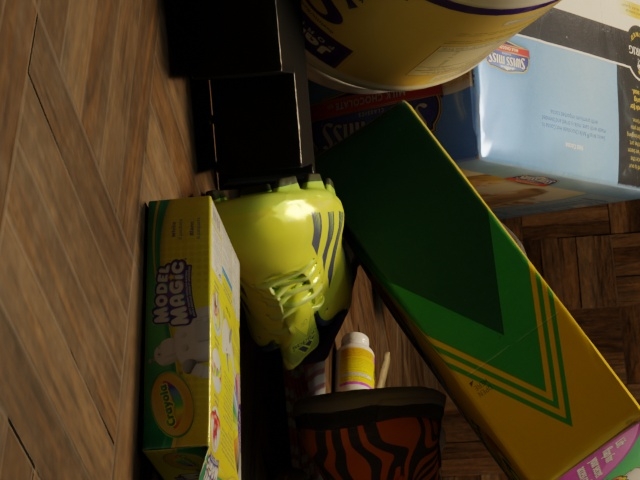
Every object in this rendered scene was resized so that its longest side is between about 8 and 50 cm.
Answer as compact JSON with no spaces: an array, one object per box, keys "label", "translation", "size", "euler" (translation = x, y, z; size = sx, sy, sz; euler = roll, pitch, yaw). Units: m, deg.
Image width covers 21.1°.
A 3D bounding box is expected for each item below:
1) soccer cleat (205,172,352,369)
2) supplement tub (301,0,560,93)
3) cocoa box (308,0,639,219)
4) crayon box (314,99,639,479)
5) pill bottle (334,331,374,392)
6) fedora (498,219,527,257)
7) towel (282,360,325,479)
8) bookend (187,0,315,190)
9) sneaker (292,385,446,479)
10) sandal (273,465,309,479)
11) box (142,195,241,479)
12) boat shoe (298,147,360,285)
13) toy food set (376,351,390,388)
[{"label":"soccer cleat","translation":[-0.022,0.028,1.238],"size":[0.289,0.093,0.121],"euler":[59,26,-77]},{"label":"supplement tub","translation":[0.076,-0.249,1.288],"size":[0.331,0.241,0.241],"euler":[147,-58,-71]},{"label":"cocoa box","translation":[0.165,-0.155,1.742],"size":[0.347,0.231,0.228],"euler":[7,79,-49]},{"label":"crayon box","translation":[0.145,0.093,1.414],"size":[0.313,0.106,0.363],"euler":[56,0,24]},{"label":"pill bottle","translation":[0.037,0.141,1.857],"size":[0.043,0.043,0.083],"euler":[78,11,-48]},{"label":"fedora","translation":[0.157,0.016,2.389],"size":[0.275,0.243,0.124],"euler":[-100,-148,-71]},{"label":"towel","translation":[-0.004,0.181,1.562],"size":[0.144,0.029,0.197],"euler":[-60,146,-79]},{"label":"bookend","translation":[-0.052,-0.110,1.161],"size":[0.156,0.072,0.157],"euler":[-43,129,-82]},{"label":"sneaker","translation":[0.059,0.229,1.457],"size":[0.321,0.124,0.180],"euler":[47,38,-68]},{"label":"sandal","translation":[-0.002,0.291,1.387],"size":[0.090,0.060,0.219],"euler":[27,59,-82]},{"label":"box","translation":[-0.074,0.077,1.012],"size":[0.105,0.043,0.179],"euler":[72,13,-64]},{"label":"boat shoe","translation":[0.001,0.000,1.542],"size":[0.224,0.080,0.073],"euler":[-76,167,-52]},{"label":"toy food set","translation":[0.056,0.238,2.024],"size":[0.132,0.038,0.192],"euler":[-71,163,-54]}]
